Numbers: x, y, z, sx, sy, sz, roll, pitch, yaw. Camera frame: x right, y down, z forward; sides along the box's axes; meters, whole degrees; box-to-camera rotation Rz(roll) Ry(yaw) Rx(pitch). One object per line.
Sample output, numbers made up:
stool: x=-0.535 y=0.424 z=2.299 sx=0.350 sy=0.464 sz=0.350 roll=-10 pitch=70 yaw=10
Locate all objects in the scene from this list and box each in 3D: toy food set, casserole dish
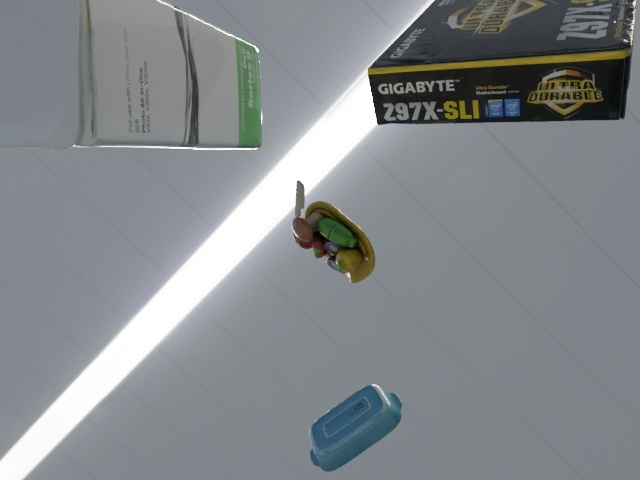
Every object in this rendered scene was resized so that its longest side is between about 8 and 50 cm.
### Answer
toy food set: x=0.000 y=0.000 z=1.006 sx=0.218 sy=0.071 sz=0.128 roll=40 pitch=-38 yaw=24
casserole dish: x=0.053 y=0.316 z=0.929 sx=0.189 sy=0.114 sz=0.037 roll=-34 pitch=-68 yaw=-2

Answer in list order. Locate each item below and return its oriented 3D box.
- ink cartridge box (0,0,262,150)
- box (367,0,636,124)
ink cartridge box: x=-0.203 y=-0.143 z=0.491 sx=0.211 sy=0.289 sz=0.121 roll=3 pitch=-80 yaw=14
box: x=0.236 y=-0.245 z=0.654 sx=0.257 sy=0.322 sz=0.079 roll=7 pitch=-50 yaw=28
